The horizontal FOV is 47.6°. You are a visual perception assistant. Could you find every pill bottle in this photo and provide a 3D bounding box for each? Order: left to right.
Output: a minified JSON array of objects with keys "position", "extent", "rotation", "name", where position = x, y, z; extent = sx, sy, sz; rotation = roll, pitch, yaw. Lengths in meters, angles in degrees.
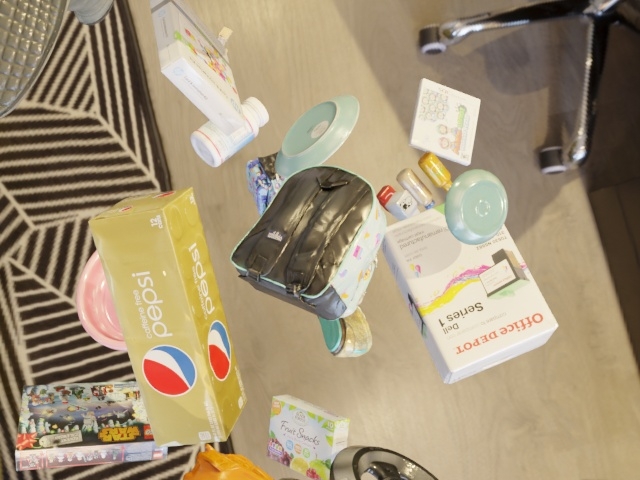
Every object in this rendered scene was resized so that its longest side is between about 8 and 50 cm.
[{"position":[-0.189,-0.234,1.539],"extent":[0.160,0.087,0.087],"rotation":[-41,92,-22],"name":"pill bottle"}]

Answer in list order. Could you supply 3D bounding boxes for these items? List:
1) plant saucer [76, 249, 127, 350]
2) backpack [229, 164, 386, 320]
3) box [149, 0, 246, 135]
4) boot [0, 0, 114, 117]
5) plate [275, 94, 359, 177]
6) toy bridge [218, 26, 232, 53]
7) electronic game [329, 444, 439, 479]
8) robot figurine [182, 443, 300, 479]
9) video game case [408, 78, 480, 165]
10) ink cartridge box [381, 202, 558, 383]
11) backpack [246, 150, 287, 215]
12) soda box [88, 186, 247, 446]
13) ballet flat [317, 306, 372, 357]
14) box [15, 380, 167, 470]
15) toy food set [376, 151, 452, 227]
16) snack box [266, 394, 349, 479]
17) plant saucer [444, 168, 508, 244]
[{"position":[-0.434,0.118,1.789],"extent":[0.332,0.084,0.332],"rotation":[-7,63,14],"name":"plant saucer"},{"position":[0.000,0.000,0.969],"extent":[0.166,0.144,0.188],"rotation":[18,75,33],"name":"backpack"},{"position":[-0.173,-0.254,1.010],"extent":[0.038,0.145,0.186],"rotation":[-29,49,15],"name":"box"},{"position":[-0.209,-0.199,0.587],"extent":[0.083,0.161,0.246],"rotation":[24,92,1],"name":"boot"},{"position":[-0.013,-0.187,1.255],"extent":[0.024,0.188,0.188],"rotation":[43,76,-30],"name":"plate"},{"position":[-0.262,-0.470,1.865],"extent":[0.026,0.188,0.063],"rotation":[28,65,-2],"name":"toy bridge"},{"position":[0.115,0.369,1.010],"extent":[0.229,0.229,0.048],"rotation":[29,105,-6],"name":"electronic game"},{"position":[0.036,0.249,0.477],"extent":[0.291,0.211,0.085],"rotation":[43,69,-14],"name":"robot figurine"},{"position":[0.267,-0.254,1.556],"extent":[0.143,0.019,0.157],"rotation":[17,74,-15],"name":"video game case"},{"position":[0.252,0.079,1.266],"extent":[0.201,0.117,0.278],"rotation":[-22,70,-4],"name":"ink cartridge box"},{"position":[-0.102,-0.114,1.798],"extent":[0.117,0.158,0.173],"rotation":[-19,67,-13],"name":"backpack"},{"position":[-0.108,0.057,0.536],"extent":[0.058,0.061,0.181],"rotation":[-9,106,13],"name":"soda box"},{"position":[0.037,0.140,1.739],"extent":[0.123,0.123,0.348],"rotation":[-10,44,-12],"name":"ballet flat"},{"position":[-0.223,0.178,0.714],"extent":[0.137,0.094,0.027],"rotation":[0,119,-18],"name":"box"},{"position":[0.176,-0.062,1.490],"extent":[0.104,0.111,0.232],"rotation":[46,64,-19],"name":"toy food set"},{"position":[-0.021,0.305,1.122],"extent":[0.037,0.141,0.100],"rotation":[5,92,-46],"name":"snack box"},{"position":[0.247,-0.051,1.124],"extent":[0.119,0.021,0.119],"rotation":[-3,97,-24],"name":"plant saucer"}]
